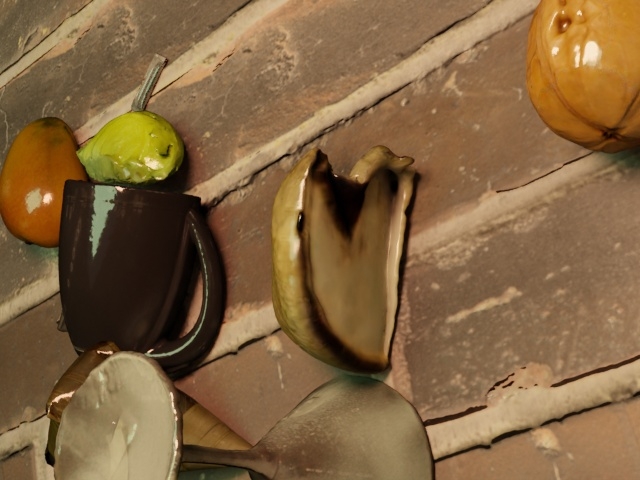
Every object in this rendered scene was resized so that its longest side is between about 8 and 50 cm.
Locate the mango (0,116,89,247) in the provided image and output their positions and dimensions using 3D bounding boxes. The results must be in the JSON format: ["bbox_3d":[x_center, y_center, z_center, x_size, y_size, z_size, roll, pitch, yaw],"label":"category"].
[{"bbox_3d":[-0.493,-0.097,1.911,0.175,0.139,0.254,-34,49,16],"label":"mango"}]

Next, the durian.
[{"bbox_3d":[-0.298,-0.142,1.757,0.250,0.101,0.139,8,61,42],"label":"durian"}]

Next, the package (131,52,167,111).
[{"bbox_3d":[-0.298,-0.270,1.863,0.037,0.015,0.110,33,99,43],"label":"package"}]

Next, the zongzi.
[{"bbox_3d":[-0.253,0.314,1.612,0.154,0.318,0.289,-63,0,-33],"label":"zongzi"}]

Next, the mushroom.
[{"bbox_3d":[-0.007,0.004,1.392,0.212,0.217,0.292,17,90,47],"label":"mushroom"}]

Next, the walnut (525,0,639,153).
[{"bbox_3d":[0.317,-0.211,1.185,0.195,0.195,0.221,-15,69,38],"label":"walnut"}]

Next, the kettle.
[{"bbox_3d":[-0.275,0.062,1.647,0.268,0.207,0.290,7,89,16],"label":"kettle"}]

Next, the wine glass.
[{"bbox_3d":[-0.087,0.257,1.268,0.267,0.406,0.267,-15,65,37],"label":"wine glass"}]
